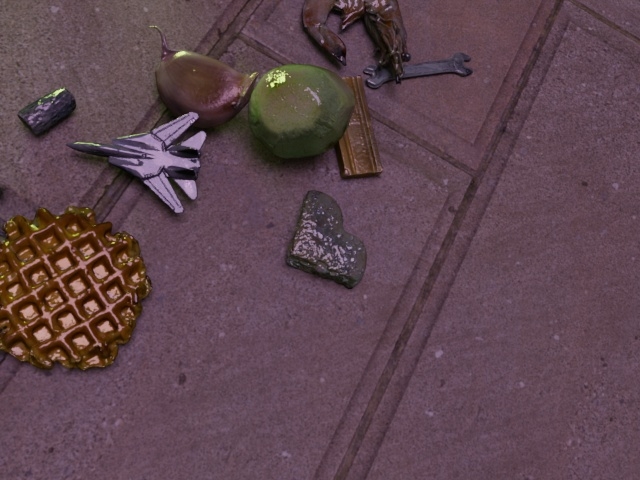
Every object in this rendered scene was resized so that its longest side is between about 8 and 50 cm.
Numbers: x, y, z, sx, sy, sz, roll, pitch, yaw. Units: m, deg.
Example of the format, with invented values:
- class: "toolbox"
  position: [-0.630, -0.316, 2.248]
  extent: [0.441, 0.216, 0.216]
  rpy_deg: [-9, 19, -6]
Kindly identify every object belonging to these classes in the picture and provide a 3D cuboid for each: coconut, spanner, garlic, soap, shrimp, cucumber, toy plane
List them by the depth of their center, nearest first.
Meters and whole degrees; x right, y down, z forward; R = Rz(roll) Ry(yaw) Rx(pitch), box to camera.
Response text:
- class: "cucumber"
  position: [-0.553, -0.265, 1.440]
  extent: [0.064, 0.064, 0.112]
  rpy_deg: [45, 66, 4]
- class: "toy plane"
  position: [-0.374, -0.170, 1.441]
  extent: [0.268, 0.088, 0.212]
  rpy_deg: [7, 82, 0]
- class: "garlic"
  position: [-0.280, -0.328, 1.498]
  extent: [0.267, 0.128, 0.148]
  rpy_deg: [29, 70, -2]
- class: "coconut"
  position: [-0.042, -0.272, 1.503]
  extent: [0.205, 0.236, 0.236]
  rpy_deg: [35, 65, 7]
- class: "soap"
  position: [0.072, -0.259, 1.619]
  extent: [0.092, 0.037, 0.251]
  rpy_deg: [-6, 72, -16]
- class: "shrimp"
  position: [0.094, -0.505, 1.693]
  extent: [0.247, 0.085, 0.360]
  rpy_deg: [-22, 70, -17]
- class: "spanner"
  position: [0.242, -0.419, 1.734]
  extent: [0.302, 0.017, 0.071]
  rpy_deg: [-11, 73, -19]

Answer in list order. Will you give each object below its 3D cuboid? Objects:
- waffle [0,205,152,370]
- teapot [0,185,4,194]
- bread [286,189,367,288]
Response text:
- class: "waffle"
  position: [-0.472, 0.082, 1.330]
  extent: [0.302, 0.068, 0.324]
  rpy_deg: [13, 69, -10]
- class: "teapot"
  position: [-0.700, -0.151, 1.350]
  extent: [0.107, 0.077, 0.200]
  rpy_deg: [-32, 81, -19]
- class: "bread"
  position: [0.000, 0.000, 1.490]
  extent: [0.173, 0.064, 0.232]
  rpy_deg: [-22, 76, -23]
